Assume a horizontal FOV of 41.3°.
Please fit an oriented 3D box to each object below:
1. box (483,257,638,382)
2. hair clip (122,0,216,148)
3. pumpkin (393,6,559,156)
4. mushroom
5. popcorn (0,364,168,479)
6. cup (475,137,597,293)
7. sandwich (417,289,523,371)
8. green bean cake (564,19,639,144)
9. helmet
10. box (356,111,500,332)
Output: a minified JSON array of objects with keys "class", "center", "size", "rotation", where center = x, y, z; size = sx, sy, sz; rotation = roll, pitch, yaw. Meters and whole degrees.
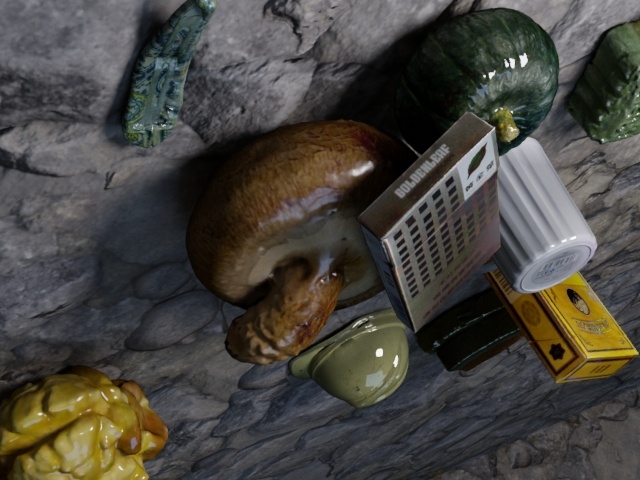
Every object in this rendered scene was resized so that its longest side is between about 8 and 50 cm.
[{"class":"box","center":[0.427,0.112,1.566],"size":[0.192,0.302,0.084],"rotation":[3,137,-43]},{"class":"hair clip","center":[-0.156,-0.176,0.877],"size":[0.066,0.036,0.229],"rotation":[-3,149,-30]},{"class":"pumpkin","center":[0.193,-0.181,1.044],"size":[0.211,0.152,0.212],"rotation":[-12,136,-11]},{"class":"mushroom","center":[-0.010,-0.021,1.099],"size":[0.345,0.239,0.345],"rotation":[-38,171,-7]},{"class":"popcorn","center":[-0.401,0.319,1.304],"size":[0.332,0.225,0.265],"rotation":[-6,152,-13]},{"class":"cup","center":[0.318,-0.021,1.362],"size":[0.166,0.202,0.221],"rotation":[-14,148,-18]},{"class":"sandwich","center":[0.354,0.202,1.855],"size":[0.292,0.109,0.212],"rotation":[-19,150,-15]},{"class":"green bean cake","center":[0.478,-0.236,1.259],"size":[0.173,0.094,0.181],"rotation":[-15,150,-24]},{"class":"helmet","center":[0.079,0.260,1.686],"size":[0.257,0.137,0.204],"rotation":[-33,151,10]},{"class":"box","center":[0.147,-0.007,1.059],"size":[0.180,0.047,0.325],"rotation":[-44,155,-8]}]
